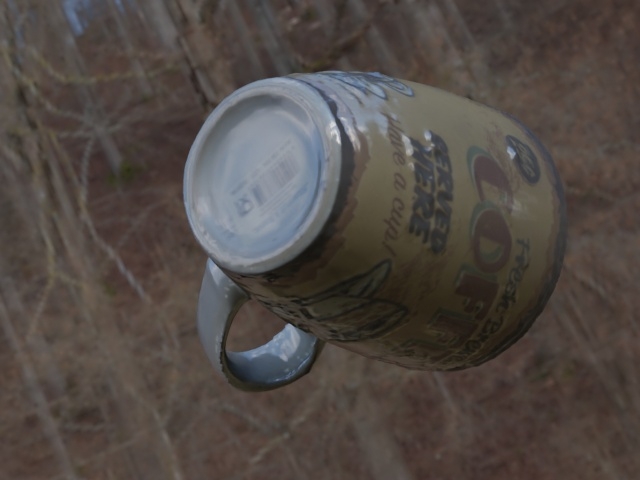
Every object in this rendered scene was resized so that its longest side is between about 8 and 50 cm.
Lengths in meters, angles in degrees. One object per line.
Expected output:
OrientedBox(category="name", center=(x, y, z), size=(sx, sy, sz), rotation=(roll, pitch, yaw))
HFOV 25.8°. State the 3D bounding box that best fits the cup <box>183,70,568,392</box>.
OrientedBox(category="cup", center=(0.000, 0.000, 1.057), size=(0.301, 0.227, 0.257), rotation=(-47, -35, 20))
